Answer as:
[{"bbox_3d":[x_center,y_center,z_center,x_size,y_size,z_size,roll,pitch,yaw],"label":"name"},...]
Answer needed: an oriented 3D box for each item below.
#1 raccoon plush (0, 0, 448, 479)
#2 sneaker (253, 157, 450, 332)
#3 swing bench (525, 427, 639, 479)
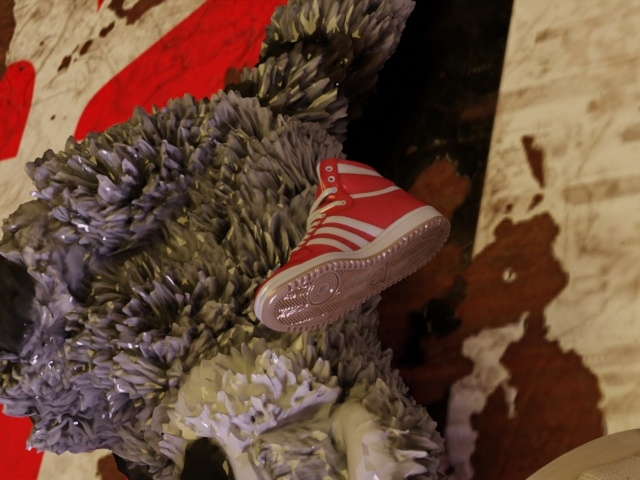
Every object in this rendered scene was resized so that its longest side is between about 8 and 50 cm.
[{"bbox_3d":[0.012,0.002,0.926,0.299,0.216,0.446,16,74,36],"label":"raccoon plush"},{"bbox_3d":[0.000,0.000,0.823,0.067,0.118,0.042,41,137,30],"label":"sneaker"},{"bbox_3d":[0.172,0.215,0.647,0.253,0.165,0.254,22,82,49],"label":"swing bench"}]
